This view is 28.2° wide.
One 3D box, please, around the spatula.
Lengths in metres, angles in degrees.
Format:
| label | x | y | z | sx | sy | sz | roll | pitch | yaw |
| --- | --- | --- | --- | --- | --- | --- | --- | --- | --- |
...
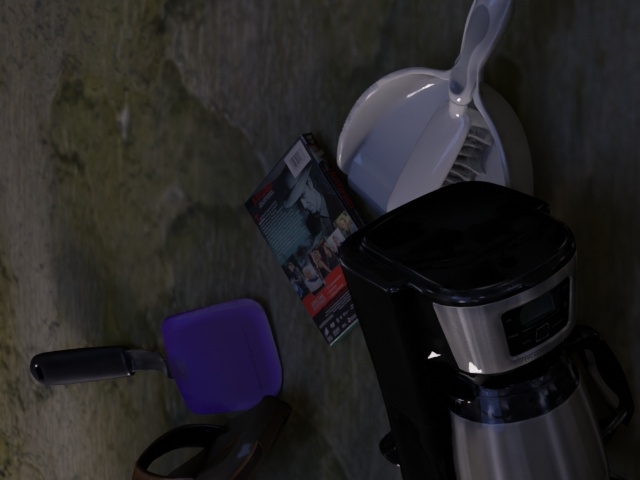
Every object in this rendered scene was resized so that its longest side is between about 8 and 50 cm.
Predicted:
| label | x | y | z | sx | sy | sz | roll | pitch | yaw |
| --- | --- | --- | --- | --- | --- | --- | --- | --- | --- |
| spatula | -0.143 | 0.098 | 1.010 | 0.296 | 0.030 | 0.084 | -9 | 101 | 46 |

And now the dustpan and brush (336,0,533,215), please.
| label | x | y | z | sx | sy | sz | roll | pitch | yaw |
| --- | --- | --- | --- | --- | --- | --- | --- | --- | --- |
| dustpan and brush | 0.077 | -0.067 | 0.725 | 0.147 | 0.060 | 0.211 | 45 | 129 | 26 |

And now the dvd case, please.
| label | x | y | z | sx | sy | sz | roll | pitch | yaw |
| --- | --- | --- | --- | --- | --- | --- | --- | --- | --- |
| dvd case | 0.000 | 0.000 | 0.851 | 0.119 | 0.013 | 0.087 | 57 | 137 | 15 |

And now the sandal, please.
| label | x | y | z | sx | sy | sz | roll | pitch | yaw |
| --- | --- | --- | --- | --- | --- | --- | --- | --- | --- |
| sandal | -0.102 | 0.170 | 0.940 | 0.060 | 0.090 | 0.219 | 38 | 133 | -10 |

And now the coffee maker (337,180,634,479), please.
| label | x | y | z | sx | sy | sz | roll | pitch | yaw |
| --- | --- | --- | --- | --- | --- | --- | --- | --- | --- |
| coffee maker | 0.074 | 0.068 | 0.697 | 0.171 | 0.120 | 0.178 | 5 | 121 | 38 |
